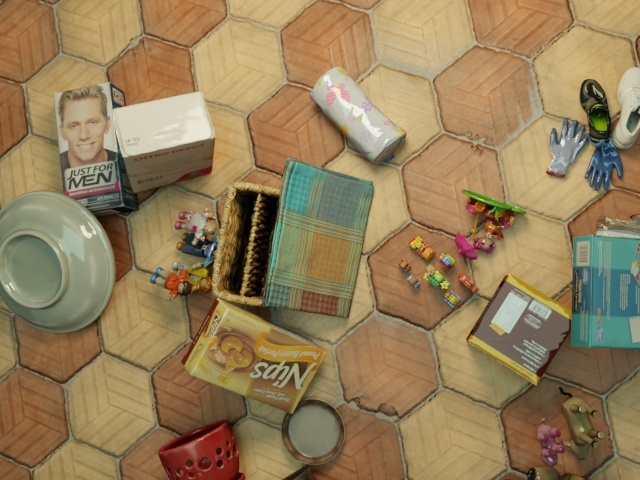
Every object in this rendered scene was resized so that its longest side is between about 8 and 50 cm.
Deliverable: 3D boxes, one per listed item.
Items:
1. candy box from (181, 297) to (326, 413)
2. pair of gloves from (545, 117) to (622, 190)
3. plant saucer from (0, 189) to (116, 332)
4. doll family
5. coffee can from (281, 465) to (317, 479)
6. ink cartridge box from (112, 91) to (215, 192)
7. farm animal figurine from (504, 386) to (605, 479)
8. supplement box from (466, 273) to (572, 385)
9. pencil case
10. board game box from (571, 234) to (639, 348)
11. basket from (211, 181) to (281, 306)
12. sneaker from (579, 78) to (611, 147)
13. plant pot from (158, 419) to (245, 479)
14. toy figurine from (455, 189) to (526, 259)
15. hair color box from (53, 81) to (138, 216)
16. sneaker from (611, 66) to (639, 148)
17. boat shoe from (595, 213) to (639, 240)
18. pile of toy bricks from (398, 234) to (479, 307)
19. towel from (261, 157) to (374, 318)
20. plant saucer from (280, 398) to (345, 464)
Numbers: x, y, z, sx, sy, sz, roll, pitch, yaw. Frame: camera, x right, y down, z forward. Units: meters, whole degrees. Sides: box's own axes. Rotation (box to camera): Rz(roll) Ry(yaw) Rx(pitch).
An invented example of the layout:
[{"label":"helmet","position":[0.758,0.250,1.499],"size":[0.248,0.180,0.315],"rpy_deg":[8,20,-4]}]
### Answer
[{"label":"candy box","position":[-0.160,0.290,1.844],"size":[0.317,0.087,0.182],"rpy_deg":[29,91,-32]},{"label":"pair of gloves","position":[0.667,-0.215,1.870],"size":[0.198,0.023,0.159],"rpy_deg":[19,87,7]},{"label":"plant saucer","position":[-0.747,0.068,1.994],"size":[0.401,0.100,0.400],"rpy_deg":[3,102,16]},{"label":"doll family","position":[-0.321,0.048,1.970],"size":[0.163,0.118,0.262],"rpy_deg":[18,84,38]},{"label":"coffee can","position":[-0.040,0.726,1.822],"size":[0.202,0.201,0.275],"rpy_deg":[-34,81,5]},{"label":"ink cartridge box","position":[-0.392,-0.243,1.885],"size":[0.226,0.306,0.131],"rpy_deg":[-15,80,-14]},{"label":"farm animal figurine","position":[0.592,0.560,1.756],"size":[0.327,0.172,0.330],"rpy_deg":[38,84,-2]},{"label":"supplement box","position":[0.486,0.214,1.811],"size":[0.191,0.129,0.194],"rpy_deg":[32,91,10]},{"label":"pencil case","position":[0.098,-0.326,1.933],"size":[0.124,0.113,0.273],"rpy_deg":[-42,80,-5]},{"label":"board game box","position":[0.751,0.126,1.734],"size":[0.336,0.079,0.253],"rpy_deg":[4,86,-15]},{"label":"basket","position":[-0.130,0.020,1.887],"size":[0.214,0.223,0.299],"rpy_deg":[10,86,10]},{"label":"sneaker","position":[0.686,-0.323,1.838],"size":[0.067,0.078,0.188],"rpy_deg":[-3,65,6]},{"label":"plant pot","position":[-0.291,0.571,1.885],"size":[0.191,0.191,0.174],"rpy_deg":[-25,87,7]},{"label":"toy figurine","position":[0.410,-0.026,1.872],"size":[0.173,0.130,0.159],"rpy_deg":[16,102,-13]},{"label":"hair color box","position":[-0.620,-0.243,2.052],"size":[0.174,0.105,0.347],"rpy_deg":[-10,83,9]},{"label":"sneaker","position":[0.771,-0.334,1.821],"size":[0.080,0.094,0.212],"rpy_deg":[11,79,7]},{"label":"boat shoe","position":[0.770,-0.032,1.815],"size":[0.183,0.066,0.066],"rpy_deg":[5,85,10]},{"label":"pile of toy bricks","position":[0.288,0.084,1.868],"size":[0.212,0.105,0.118],"rpy_deg":[43,93,11]},{"label":"towel","position":[0.000,0.000,1.876],"size":[0.272,0.040,0.369],"rpy_deg":[12,86,-33]},{"label":"plant saucer","position":[-0.018,0.492,1.925],"size":[0.169,0.029,0.168],"rpy_deg":[-1,85,9]}]
